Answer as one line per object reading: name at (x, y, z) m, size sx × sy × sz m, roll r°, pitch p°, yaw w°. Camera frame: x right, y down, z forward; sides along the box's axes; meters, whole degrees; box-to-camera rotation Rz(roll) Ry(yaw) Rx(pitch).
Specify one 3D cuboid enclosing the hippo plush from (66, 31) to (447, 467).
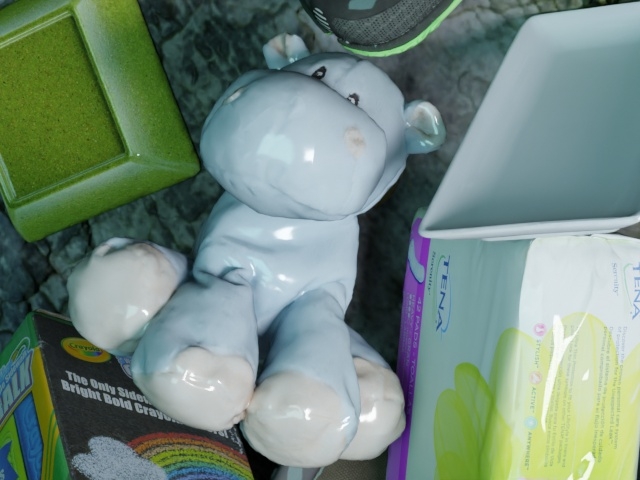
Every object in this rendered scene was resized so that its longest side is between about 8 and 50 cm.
hippo plush at (0.000, 0.000, 1.268) m, size 0.234 × 0.294 × 0.236 m, roll 36°, pitch 109°, yaw 16°

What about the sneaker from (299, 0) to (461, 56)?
sneaker at (0.068, -0.354, 1.204) m, size 0.185 × 0.202 × 0.482 m, roll 25°, pitch 110°, yaw 21°

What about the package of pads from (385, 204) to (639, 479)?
package of pads at (0.126, 0.127, 1.244) m, size 0.101 × 0.229 × 0.296 m, roll 3°, pitch 95°, yaw -18°

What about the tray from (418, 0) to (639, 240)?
tray at (0.170, -0.076, 1.192) m, size 0.145 × 0.270 × 0.030 m, roll -5°, pitch 124°, yaw 27°

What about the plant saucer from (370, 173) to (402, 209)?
plant saucer at (0.022, -0.062, 1.394) m, size 0.083 × 0.015 × 0.083 m, roll 6°, pitch 103°, yaw 26°

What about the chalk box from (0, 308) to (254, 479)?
chalk box at (-0.175, 0.186, 1.407) m, size 0.179 × 0.180 × 0.289 m, roll -55°, pitch 32°, yaw 22°

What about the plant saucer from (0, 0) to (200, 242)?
plant saucer at (-0.213, -0.108, 1.484) m, size 0.188 × 0.045 × 0.188 m, roll -21°, pitch 91°, yaw 28°

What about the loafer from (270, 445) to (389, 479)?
loafer at (-0.017, 0.298, 1.421) m, size 0.130 × 0.134 × 0.366 m, roll 30°, pitch 111°, yaw 16°
